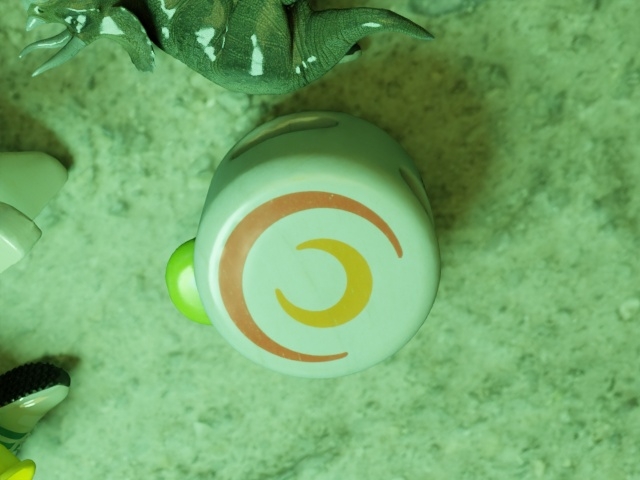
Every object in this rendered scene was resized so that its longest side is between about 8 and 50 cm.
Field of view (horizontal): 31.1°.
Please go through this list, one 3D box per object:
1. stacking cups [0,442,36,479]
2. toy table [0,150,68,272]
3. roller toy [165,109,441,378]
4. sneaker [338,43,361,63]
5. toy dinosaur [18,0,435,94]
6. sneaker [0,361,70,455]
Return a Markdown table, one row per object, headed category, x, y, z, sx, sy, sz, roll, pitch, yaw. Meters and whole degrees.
| category | x | y | z | sx | sy | sz | roll | pitch | yaw |
| --- | --- | --- | --- | --- | --- | --- | --- | --- | --- |
| stacking cups | -0.386 | 0.122 | 0.956 | 0.316 | 0.096 | 0.096 | 38 | 102 | 8 |
| toy table | -0.327 | -0.017 | 0.893 | 0.161 | 0.274 | 0.252 | 44 | 67 | -16 |
| roller toy | 0.000 | 0.000 | 0.927 | 0.209 | 0.146 | 0.191 | 25 | 112 | -10 |
| sneaker | -0.007 | -0.166 | 0.946 | 0.083 | 0.032 | 0.037 | 5 | 104 | -1 |
| toy dinosaur | -0.066 | -0.182 | 0.904 | 0.313 | 0.121 | 0.160 | 16 | 111 | 3 |
| sneaker | -0.282 | 0.169 | 1.028 | 0.161 | 0.057 | 0.075 | -27 | 117 | 7 |
